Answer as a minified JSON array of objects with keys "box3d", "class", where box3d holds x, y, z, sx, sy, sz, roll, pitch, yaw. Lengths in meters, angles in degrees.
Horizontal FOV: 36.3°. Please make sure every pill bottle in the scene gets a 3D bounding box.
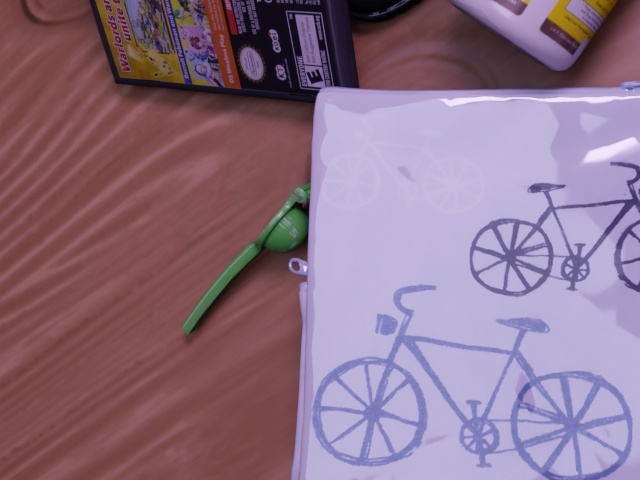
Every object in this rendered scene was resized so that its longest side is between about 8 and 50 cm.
[{"box3d":[0.194,-0.242,0.719,0.117,0.117,0.215,39,105,19],"class":"pill bottle"}]

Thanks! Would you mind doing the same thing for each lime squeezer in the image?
[{"box3d":[0.000,0.000,0.850,0.310,0.059,0.110,-14,115,22],"class":"lime squeezer"}]

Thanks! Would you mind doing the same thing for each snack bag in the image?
[{"box3d":[0.135,0.041,0.759,0.323,0.037,0.343,0,88,11],"class":"snack bag"}]

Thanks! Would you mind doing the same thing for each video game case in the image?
[{"box3d":[-0.101,-0.248,0.807,0.248,0.035,0.275,9,130,26],"class":"video game case"}]

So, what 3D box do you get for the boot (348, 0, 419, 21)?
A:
[{"box3d":[0.070,-0.281,0.725,0.246,0.207,0.094,-41,75,19],"class":"boot"}]
